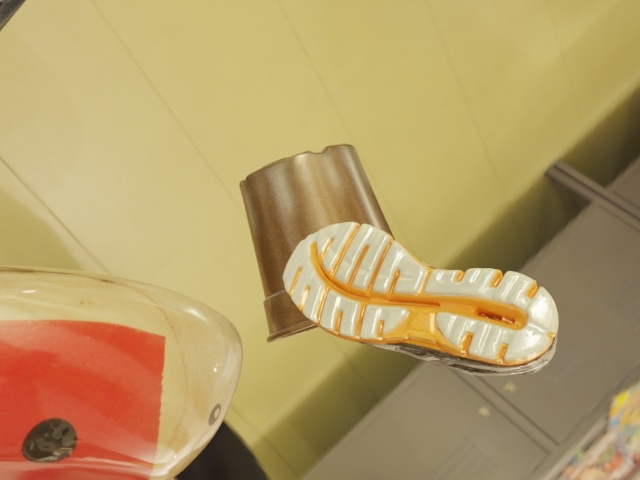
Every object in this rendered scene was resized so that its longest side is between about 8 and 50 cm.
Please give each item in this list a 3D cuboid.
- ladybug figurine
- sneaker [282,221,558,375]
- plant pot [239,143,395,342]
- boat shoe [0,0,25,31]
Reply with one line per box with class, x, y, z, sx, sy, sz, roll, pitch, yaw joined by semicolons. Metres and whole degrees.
ladybug figurine;-0.286;0.140;0.970;0.449;0.162;0.305;3;152;-17
sneaker;0.069;0.051;0.789;0.084;0.215;0.083;-64;151;-13
plant pot;0.000;0.000;1.114;0.167;0.165;0.167;-19;174;-2
boat shoe;-0.204;-0.170;0.654;0.109;0.089;0.258;29;112;-6
